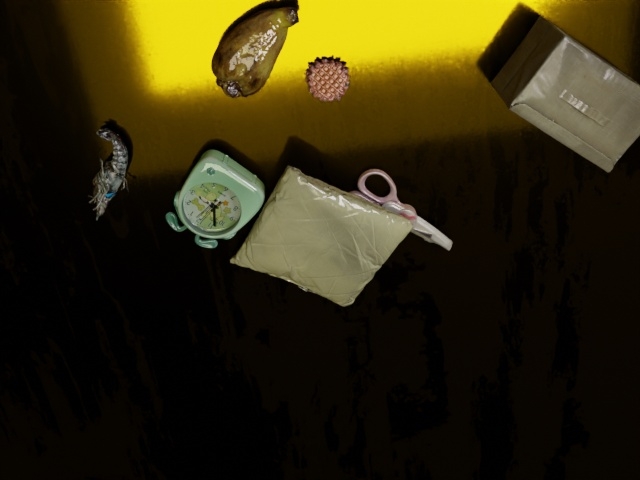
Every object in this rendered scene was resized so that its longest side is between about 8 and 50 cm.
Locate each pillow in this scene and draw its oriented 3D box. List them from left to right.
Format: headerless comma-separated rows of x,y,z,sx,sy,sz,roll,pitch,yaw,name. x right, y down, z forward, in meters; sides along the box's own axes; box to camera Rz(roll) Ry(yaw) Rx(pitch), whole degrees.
-0.001,-0.001,1.457,0.280,0.076,0.274,23,129,-16,pillow

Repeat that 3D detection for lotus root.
-0.111,-0.338,1.268,0.191,0.094,0.108,-50,142,12,lotus root

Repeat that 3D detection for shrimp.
-0.402,-0.124,1.386,0.076,0.082,0.174,13,111,-3,shrimp

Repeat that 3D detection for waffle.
0.012,-0.292,1.325,0.083,0.029,0.075,0,116,3,waffle

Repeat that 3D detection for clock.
-0.212,-0.074,1.426,0.148,0.060,0.188,36,113,-20,clock

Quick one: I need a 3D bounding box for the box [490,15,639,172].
0.448,-0.257,1.281,0.231,0.155,0.149,28,115,-14,box

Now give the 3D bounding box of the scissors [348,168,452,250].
0.166,-0.049,1.462,0.242,0.030,0.118,29,117,-12,scissors
